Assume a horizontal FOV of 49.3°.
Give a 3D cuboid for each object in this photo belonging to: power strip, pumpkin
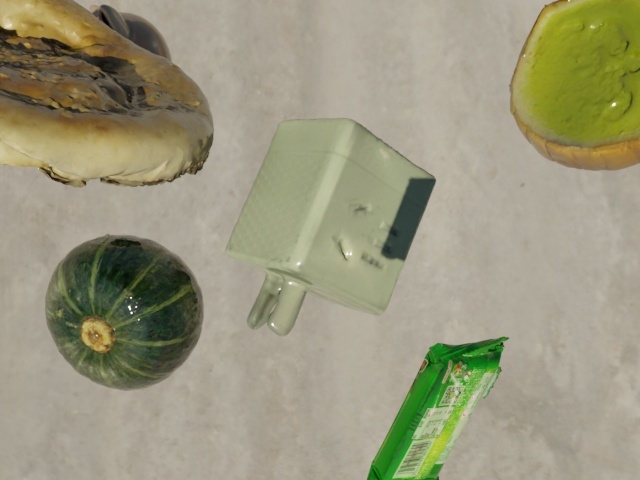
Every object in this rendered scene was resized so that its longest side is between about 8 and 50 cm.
[{"bbox_3d":[0.000,0.000,0.732,0.140,0.139,0.224,29,79,-37],"label":"power strip"},{"bbox_3d":[-0.204,0.073,0.732,0.167,0.167,0.125,52,36,-7],"label":"pumpkin"}]

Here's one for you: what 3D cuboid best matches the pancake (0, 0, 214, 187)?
[{"bbox_3d":[-0.194,-0.109,0.431,0.283,0.048,0.282,21,26,-11],"label":"pancake"}]

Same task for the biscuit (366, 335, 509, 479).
[{"bbox_3d":[0.052,0.080,0.320,0.046,0.016,0.089,8,115,-33],"label":"biscuit"}]

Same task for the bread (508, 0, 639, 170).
[{"bbox_3d":[0.339,-0.198,0.844,0.070,0.236,0.235,28,62,-52],"label":"bread"}]

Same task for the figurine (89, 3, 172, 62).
[{"bbox_3d":[-0.237,-0.209,0.819,0.125,0.125,0.137,-36,122,-30],"label":"figurine"}]
